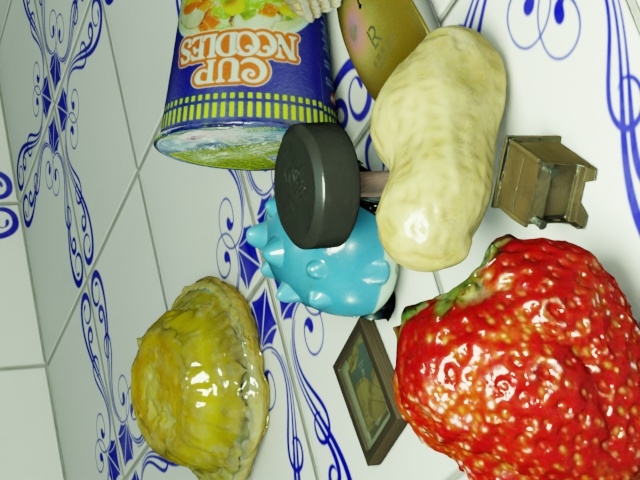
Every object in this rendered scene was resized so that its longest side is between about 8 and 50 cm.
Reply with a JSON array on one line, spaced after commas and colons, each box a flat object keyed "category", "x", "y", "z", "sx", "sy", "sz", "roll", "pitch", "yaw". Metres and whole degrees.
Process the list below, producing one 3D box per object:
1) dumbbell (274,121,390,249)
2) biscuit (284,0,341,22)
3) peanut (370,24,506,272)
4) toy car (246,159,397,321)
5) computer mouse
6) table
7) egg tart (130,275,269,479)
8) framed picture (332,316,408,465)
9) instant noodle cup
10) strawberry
[{"category": "dumbbell", "x": 0.066, "y": -0.070, "z": 1.677, "sx": 0.152, "sy": 0.218, "sz": 0.152, "roll": 177, "pitch": 90, "yaw": -66}, {"category": "biscuit", "x": -0.106, "y": -0.480, "z": 1.860, "sx": 0.426, "sy": 0.078, "sz": 0.144, "roll": 57, "pitch": 174, "yaw": 24}, {"category": "peanut", "x": 0.125, "y": -0.105, "z": 1.550, "sx": 0.147, "sy": 0.147, "sz": 0.319, "roll": 131, "pitch": 155, "yaw": -56}, {"category": "toy car", "x": 0.000, "y": 0.000, "z": 1.867, "sx": 0.255, "sy": 0.190, "sz": 0.188, "roll": -133, "pitch": 45, "yaw": -57}, {"category": "computer mouse", "x": 0.082, "y": -0.304, "z": 1.798, "sx": 0.158, "sy": 0.072, "sz": 0.310, "roll": -57, "pitch": 42, "yaw": 49}, {"category": "table", "x": 0.239, "y": -0.059, "z": 1.479, "sx": 0.082, "sy": 0.070, "sz": 0.083, "roll": -134, "pitch": 48, "yaw": -56}, {"category": "egg tart", "x": -0.218, "y": 0.255, "z": 2.408, "sx": 0.388, "sy": 0.169, "sz": 0.388, "roll": 5, "pitch": 96, "yaw": 60}, {"category": "framed picture", "x": 0.069, "y": 0.209, "z": 1.933, "sx": 0.128, "sy": 0.023, "sz": 0.168, "roll": 116, "pitch": 143, "yaw": -46}, {"category": "instant noodle cup", "x": -0.097, "y": -0.279, "z": 1.992, "sx": 0.284, "sy": 0.284, "sz": 0.312, "roll": 162, "pitch": 112, "yaw": -64}, {"category": "strawberry", "x": 0.215, "y": 0.150, "z": 1.372, "sx": 0.277, "sy": 0.257, "sz": 0.257, "roll": 58, "pitch": 145, "yaw": 24}]
